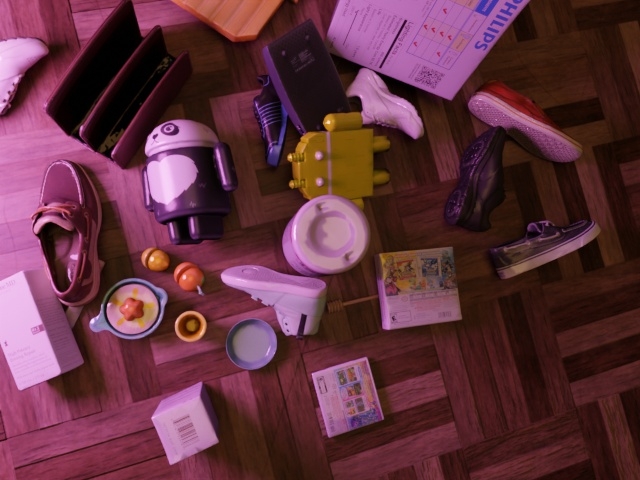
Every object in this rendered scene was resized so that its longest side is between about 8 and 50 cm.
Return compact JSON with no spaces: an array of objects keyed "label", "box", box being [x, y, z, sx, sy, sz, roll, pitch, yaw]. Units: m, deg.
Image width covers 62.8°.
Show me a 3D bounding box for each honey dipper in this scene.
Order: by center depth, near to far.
[{"label":"honey dipper","box":[0.092,0.151,1.295,0.161,0.030,0.030,-10,86,-14]}]

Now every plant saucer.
[{"label":"plant saucer","box":[-0.163,0.244,1.242,0.120,0.021,0.119,1,83,-10]}]

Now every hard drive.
[{"label":"hard drive","box":[-0.031,-0.371,1.248,0.172,0.054,0.254,-44,122,-29]}]

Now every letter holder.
[{"label":"letter holder","box":[-0.434,-0.341,1.157,0.152,0.214,0.301,32,79,-5]}]

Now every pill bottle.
[{"label":"pill bottle","box":[0.000,0.000,1.163,0.161,0.283,0.160,1,84,-10]}]

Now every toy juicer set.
[{"label":"toy juicer set","box":[-0.417,0.115,1.176,0.329,0.089,0.209,4,84,-9]}]

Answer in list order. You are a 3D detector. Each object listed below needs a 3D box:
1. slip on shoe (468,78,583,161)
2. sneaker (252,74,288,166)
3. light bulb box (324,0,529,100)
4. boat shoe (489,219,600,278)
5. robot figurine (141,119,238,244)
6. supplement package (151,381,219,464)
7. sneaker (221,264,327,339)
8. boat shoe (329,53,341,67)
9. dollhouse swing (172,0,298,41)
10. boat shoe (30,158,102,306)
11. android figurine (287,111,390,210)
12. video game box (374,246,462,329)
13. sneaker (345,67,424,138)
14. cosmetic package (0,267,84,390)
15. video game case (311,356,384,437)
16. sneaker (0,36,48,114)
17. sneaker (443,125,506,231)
[{"label":"slip on shoe","box":[0.553,-0.317,1.385,0.331,0.123,0.101,32,76,-1]},{"label":"sneaker","box":[-0.125,-0.294,1.281,0.091,0.081,0.232,7,78,-2]},{"label":"light bulb box","box":[0.237,-0.569,1.208,0.361,0.358,0.225,19,63,-8]},{"label":"boat shoe","box":[0.581,-0.004,1.364,0.301,0.108,0.102,-23,90,-5]},{"label":"robot figurine","box":[-0.299,-0.132,1.179,0.209,0.173,0.277,-9,86,-13]},{"label":"supplement package","box":[-0.284,0.385,1.125,0.105,0.179,0.105,-23,88,-12]},{"label":"sneaker","box":[-0.116,0.150,1.225,0.256,0.094,0.151,12,112,12]},{"label":"boat shoe","box":[0.005,-0.432,1.336,0.056,0.048,0.152,24,87,-33]},{"label":"dollhouse swing","box":[-0.187,-0.711,1.215,0.347,0.315,0.304,33,59,-6]},{"label":"boat shoe","box":[-0.552,-0.032,1.131,0.124,0.123,0.341,-8,75,-5]},{"label":"android figurine","box":[0.046,-0.181,1.262,0.273,0.056,0.248,-8,108,-26]},{"label":"video game box","box":[0.242,0.116,1.306,0.205,0.048,0.186,-4,87,-17]},{"label":"sneaker","box":[0.156,-0.323,1.335,0.232,0.090,0.115,41,85,5]},{"label":"cosmetic package","box":[-0.614,0.186,1.120,0.118,0.085,0.231,-24,89,10]},{"label":"video game case","box":[0.067,0.378,1.271,0.143,0.019,0.157,-14,86,-12]},{"label":"sneaker","box":[-0.733,-0.348,1.175,0.297,0.111,0.129,-37,107,-8]},{"label":"sneaker","box":[0.424,-0.155,1.358,0.130,0.109,0.286,22,90,-14]}]
